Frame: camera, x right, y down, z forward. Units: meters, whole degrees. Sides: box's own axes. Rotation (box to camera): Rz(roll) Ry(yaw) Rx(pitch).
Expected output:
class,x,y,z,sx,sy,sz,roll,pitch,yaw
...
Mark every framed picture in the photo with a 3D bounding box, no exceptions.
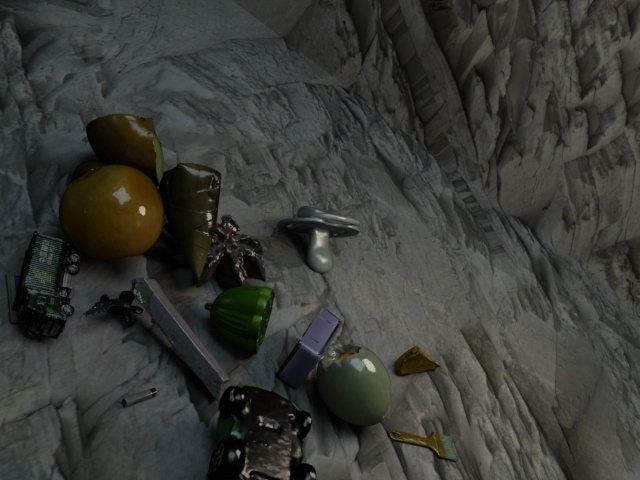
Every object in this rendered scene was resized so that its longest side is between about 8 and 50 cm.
class,x,y,z,sx,sy,sz,roll,pitch,yaw
framed picture,-0.664,0.135,1.718,0.109,0.011,0.149,8,41,-35

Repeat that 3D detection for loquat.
class,x,y,z,sx,sy,sz,roll,pitch,yaw
loquat,-0.524,-0.063,1.873,0.263,0.263,0.263,23,34,-17

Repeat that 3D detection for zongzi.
class,x,y,z,sx,sy,sz,roll,pitch,yaw
zongzi,-0.361,-0.050,1.993,0.145,0.299,0.274,0,0,-23

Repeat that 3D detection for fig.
class,x,y,z,sx,sy,sz,roll,pitch,yaw
fig,-0.575,-0.127,2.055,0.236,0.124,0.124,38,31,-15

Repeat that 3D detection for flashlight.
class,x,y,z,sx,sy,sz,roll,pitch,yaw
flashlight,-0.403,0.349,1.663,0.083,0.018,0.018,-13,54,-50

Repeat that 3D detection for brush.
class,x,y,z,sx,sy,sz,roll,pitch,yaw
brush,0.275,0.546,2.020,0.218,0.010,0.082,17,37,-23

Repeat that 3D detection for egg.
class,x,y,z,sx,sy,sz,roll,pitch,yaw
egg,0.092,0.380,1.918,0.183,0.183,0.217,-36,108,-56

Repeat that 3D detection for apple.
class,x,y,z,sx,sy,sz,roll,pitch,yaw
apple,-0.538,-0.259,2.143,0.254,0.179,0.346,47,-10,1

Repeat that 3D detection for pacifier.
class,x,y,z,sx,sy,sz,roll,pitch,yaw
pacifier,0.000,0.000,2.369,0.279,0.227,0.207,10,80,-33

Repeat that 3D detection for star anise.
class,x,y,z,sx,sy,sz,roll,pitch,yaw
star anise,-0.290,0.022,2.101,0.332,0.117,0.331,21,31,-13

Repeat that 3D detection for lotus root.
class,x,y,z,sx,sy,sz,roll,pitch,yaw
lotus root,-0.220,0.190,1.924,0.186,0.186,0.186,23,34,-17

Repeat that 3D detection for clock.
class,x,y,z,sx,sy,sz,roll,pitch,yaw
clock,-0.027,0.281,1.969,0.073,0.144,0.193,36,33,2

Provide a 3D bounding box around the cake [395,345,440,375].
class,x,y,z,sx,sy,sz,roll,pitch,yaw
cake,0.300,0.341,2.221,0.185,0.116,0.079,0,44,-35

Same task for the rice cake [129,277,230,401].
class,x,y,z,sx,sy,sz,roll,pitch,yaw
rice cake,-0.335,0.228,1.796,0.365,0.056,0.073,49,5,12

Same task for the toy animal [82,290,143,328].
class,x,y,z,sx,sy,sz,roll,pitch,yaw
toy animal,-0.484,0.160,1.796,0.108,0.062,0.220,39,20,11

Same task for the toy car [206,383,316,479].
class,x,y,z,sx,sy,sz,roll,pitch,yaw
toy car,-0.141,0.481,1.595,0.214,0.176,0.358,23,30,-18

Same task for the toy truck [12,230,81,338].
class,x,y,z,sx,sy,sz,roll,pitch,yaw
toy truck,-0.625,0.102,1.706,0.121,0.088,0.259,19,34,-25
